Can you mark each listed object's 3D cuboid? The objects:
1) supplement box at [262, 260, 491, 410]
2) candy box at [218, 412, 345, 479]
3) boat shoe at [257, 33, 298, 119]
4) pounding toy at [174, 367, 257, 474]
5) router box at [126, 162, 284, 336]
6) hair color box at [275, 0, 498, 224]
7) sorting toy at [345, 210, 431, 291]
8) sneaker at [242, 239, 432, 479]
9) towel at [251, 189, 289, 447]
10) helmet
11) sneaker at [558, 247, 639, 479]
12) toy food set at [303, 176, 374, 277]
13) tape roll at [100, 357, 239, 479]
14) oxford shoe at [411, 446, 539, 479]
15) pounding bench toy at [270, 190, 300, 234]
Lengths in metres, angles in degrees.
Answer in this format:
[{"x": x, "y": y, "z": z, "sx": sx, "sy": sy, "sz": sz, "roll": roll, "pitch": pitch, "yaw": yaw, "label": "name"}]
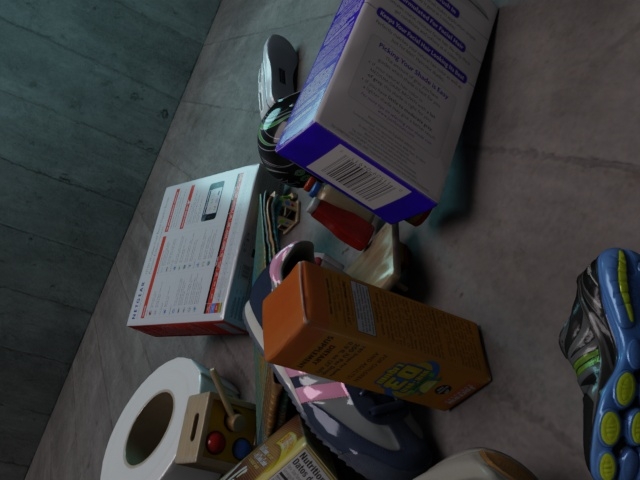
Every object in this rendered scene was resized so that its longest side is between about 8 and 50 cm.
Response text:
[{"x": 0.060, "y": 0.102, "z": 0.643, "sx": 0.078, "sy": 0.234, "sz": 0.080, "roll": -48, "pitch": 35, "yaw": 35, "label": "supplement box"}, {"x": -0.116, "y": 0.348, "z": 0.738, "sx": 0.316, "sy": 0.087, "sz": 0.183, "roll": -40, "pitch": 0, "yaw": -7, "label": "candy box"}, {"x": -0.114, "y": -0.384, "z": 1.514, "sx": 0.084, "sy": 0.095, "sz": 0.258, "roll": -37, "pitch": 39, "yaw": 41, "label": "boat shoe"}, {"x": -0.159, "y": 0.296, "z": 1.031, "sx": 0.100, "sy": 0.130, "sz": 0.141, "roll": -24, "pitch": 49, "yaw": 46, "label": "pounding toy"}, {"x": -0.238, "y": 0.026, "z": 1.320, "sx": 0.301, "sy": 0.082, "sz": 0.335, "roll": -8, "pitch": 62, "yaw": 39, "label": "router box"}, {"x": 0.095, "y": -0.214, "z": 0.816, "sx": 0.110, "sy": 0.185, "sz": 0.338, "roll": -22, "pitch": 41, "yaw": 58, "label": "hair color box"}, {"x": 0.069, "y": 0.065, "z": 0.842, "sx": 0.274, "sy": 0.046, "sz": 0.132, "roll": -52, "pitch": 15, "yaw": 29, "label": "sorting toy"}, {"x": 0.023, "y": 0.127, "z": 0.725, "sx": 0.319, "sy": 0.112, "sz": 0.131, "roll": 45, "pitch": 121, "yaw": 32, "label": "sneaker"}, {"x": -0.078, "y": 0.141, "z": 0.997, "sx": 0.370, "sy": 0.040, "sz": 0.271, "roll": -99, "pitch": 13, "yaw": -45, "label": "towel"}, {"x": -0.032, "y": -0.175, "z": 1.118, "sx": 0.162, "sy": 0.169, "sz": 0.169, "roll": -8, "pitch": 63, "yaw": 43, "label": "helmet"}, {"x": 0.237, "y": 0.101, "z": 0.515, "sx": 0.078, "sy": 0.067, "sz": 0.188, "roll": 117, "pitch": 163, "yaw": -66, "label": "sneaker"}, {"x": 0.000, "y": 0.000, "z": 0.905, "sx": 0.111, "sy": 0.105, "sz": 0.232, "roll": -44, "pitch": 17, "yaw": 56, "label": "toy food set"}, {"x": -0.276, "y": 0.361, "z": 1.171, "sx": 0.286, "sy": 0.100, "sz": 0.286, "roll": -36, "pitch": 33, "yaw": 27, "label": "tape roll"}, {"x": 0.066, "y": 0.330, "z": 0.597, "sx": 0.130, "sy": 0.169, "sz": 0.449, "roll": -36, "pitch": -15, "yaw": -48, "label": "oxford shoe"}, {"x": -0.080, "y": -0.066, "z": 1.237, "sx": 0.052, "sy": 0.065, "sz": 0.083, "roll": -41, "pitch": 36, "yaw": 44, "label": "pounding bench toy"}]
